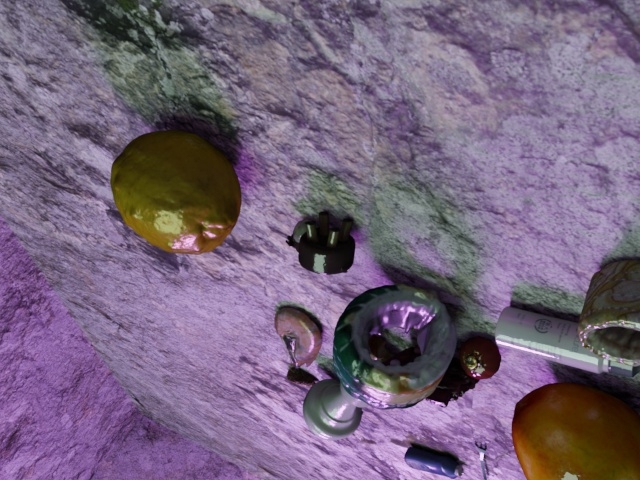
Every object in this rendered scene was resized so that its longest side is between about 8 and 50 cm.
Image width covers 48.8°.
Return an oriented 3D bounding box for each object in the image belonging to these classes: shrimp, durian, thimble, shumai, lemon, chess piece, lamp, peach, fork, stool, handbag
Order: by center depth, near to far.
[{"bbox_3d":[0.544,0.123,1.203,0.190,0.143,0.137,-4,133,47],"label":"thimble"},{"bbox_3d":[0.569,0.460,1.537,0.332,0.308,0.308,41,153,20],"label":"peach"},{"bbox_3d":[0.167,0.230,1.580,0.254,0.288,0.167,39,151,20],"label":"thimble"},{"bbox_3d":[0.000,0.000,1.591,0.217,0.125,0.121,35,131,51],"label":"stool"},{"bbox_3d":[-0.327,-0.117,1.594,0.316,0.285,0.285,59,151,11],"label":"lemon"},{"bbox_3d":[0.370,0.273,1.642,0.101,0.090,0.101,5,98,38],"label":"lamp"},{"bbox_3d":[0.266,0.327,1.726,0.216,0.203,0.074,7,101,36],"label":"handbag"},{"bbox_3d":[0.155,0.333,1.904,0.205,0.166,0.176,8,116,18],"label":"shumai"},{"bbox_3d":[0.080,0.474,2.135,0.194,0.195,0.299,35,141,-1],"label":"chess piece"},{"bbox_3d":[-0.077,0.300,2.137,0.168,0.077,0.317,38,147,13],"label":"shrimp"},{"bbox_3d":[0.496,0.678,2.167,0.039,0.021,0.235,18,148,33],"label":"fork"},{"bbox_3d":[-0.067,0.470,2.378,0.130,0.052,0.066,14,147,29],"label":"durian"}]

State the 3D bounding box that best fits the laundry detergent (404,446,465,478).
[{"bbox_3d":[0.380,0.737,2.320,0.206,0.061,0.097,2,135,42],"label":"laundry detergent"}]

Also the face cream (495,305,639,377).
[{"bbox_3d":[0.511,0.209,1.411,0.311,0.092,0.092,13,144,33],"label":"face cream"}]
